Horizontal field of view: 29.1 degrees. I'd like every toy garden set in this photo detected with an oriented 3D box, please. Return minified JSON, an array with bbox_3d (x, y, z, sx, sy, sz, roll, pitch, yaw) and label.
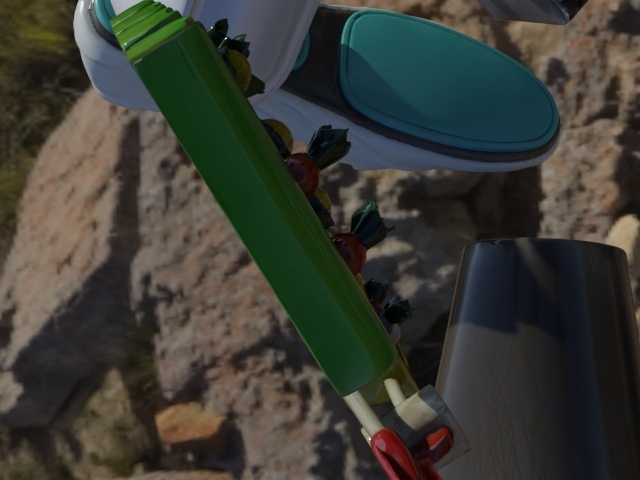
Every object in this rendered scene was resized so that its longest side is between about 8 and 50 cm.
[{"bbox_3d":[0.000,0.000,0.452,0.204,0.049,0.244,59,177,-17],"label":"toy garden set"}]

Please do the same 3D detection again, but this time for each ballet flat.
[{"bbox_3d":[-0.005,-0.126,1.017,0.139,0.400,0.139,-167,90,-80],"label":"ballet flat"}]

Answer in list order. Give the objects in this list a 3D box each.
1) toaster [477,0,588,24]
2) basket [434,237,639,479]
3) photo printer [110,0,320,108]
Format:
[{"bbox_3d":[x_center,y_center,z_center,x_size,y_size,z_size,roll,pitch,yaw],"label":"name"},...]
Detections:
[{"bbox_3d":[0.098,-0.219,0.573,0.186,0.168,0.110,-48,20,-8],"label":"toaster"},{"bbox_3d":[0.168,0.118,0.955,0.204,0.154,0.227,-1,81,24],"label":"basket"},{"bbox_3d":[-0.067,-0.253,0.801,0.307,0.107,0.256,-63,40,43],"label":"photo printer"}]
